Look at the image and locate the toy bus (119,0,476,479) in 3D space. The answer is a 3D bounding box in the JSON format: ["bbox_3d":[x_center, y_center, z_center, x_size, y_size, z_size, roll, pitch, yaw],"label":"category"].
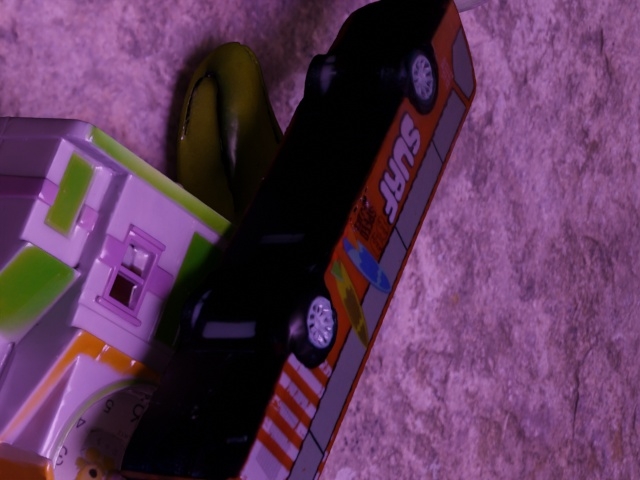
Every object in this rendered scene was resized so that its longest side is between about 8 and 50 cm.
[{"bbox_3d":[0.000,0.000,0.972,0.092,0.093,0.409,60,40,-37],"label":"toy bus"}]

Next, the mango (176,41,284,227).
[{"bbox_3d":[-0.061,-0.056,1.111,0.091,0.074,0.165,-1,85,-52],"label":"mango"}]

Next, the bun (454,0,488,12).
[{"bbox_3d":[0.102,-0.302,1.112,0.283,0.179,0.283,-10,90,-66],"label":"bun"}]

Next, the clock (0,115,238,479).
[{"bbox_3d":[-0.158,0.115,0.962,0.235,0.166,0.310,36,67,-43],"label":"clock"}]
